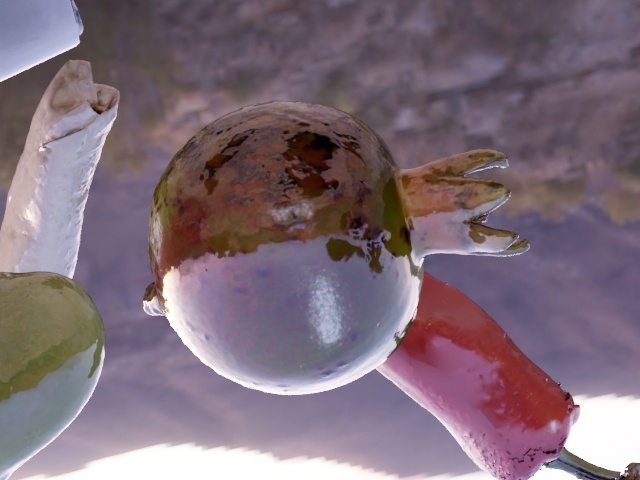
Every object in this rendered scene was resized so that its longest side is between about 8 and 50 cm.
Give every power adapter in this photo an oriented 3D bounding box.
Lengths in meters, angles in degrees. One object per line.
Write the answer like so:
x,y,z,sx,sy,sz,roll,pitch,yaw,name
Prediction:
-0.373,-0.221,1.694,0.255,0.187,0.124,-29,-141,-21,power adapter

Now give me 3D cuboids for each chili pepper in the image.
0.115,0.109,1.582,0.110,0.387,0.110,-49,-179,1,chili pepper

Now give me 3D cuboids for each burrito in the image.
-0.208,-0.008,1.362,0.059,0.082,0.275,-2,130,-31,burrito

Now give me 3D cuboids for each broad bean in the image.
-0.095,0.035,0.457,0.083,0.063,0.045,-11,173,-7,broad bean

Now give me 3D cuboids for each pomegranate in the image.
0.005,0.012,1.174,0.246,0.198,0.198,15,-175,13,pomegranate
